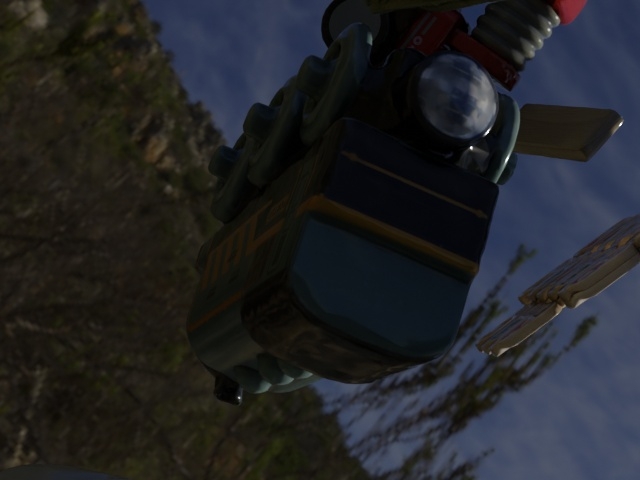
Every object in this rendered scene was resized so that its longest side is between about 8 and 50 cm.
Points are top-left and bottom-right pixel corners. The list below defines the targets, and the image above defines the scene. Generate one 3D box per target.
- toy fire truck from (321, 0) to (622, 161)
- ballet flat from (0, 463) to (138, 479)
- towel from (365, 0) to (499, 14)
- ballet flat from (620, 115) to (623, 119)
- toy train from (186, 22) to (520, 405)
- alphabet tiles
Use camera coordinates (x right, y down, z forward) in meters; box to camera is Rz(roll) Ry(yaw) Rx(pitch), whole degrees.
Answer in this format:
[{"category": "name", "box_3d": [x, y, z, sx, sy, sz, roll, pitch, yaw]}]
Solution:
[{"category": "toy fire truck", "box_3d": [0.150, -0.163, 0.921, 0.246, 0.217, 0.158, 40, 4, 17]}, {"category": "ballet flat", "box_3d": [-0.032, 0.146, 0.439, 0.248, 0.086, 0.086, 34, -30, 16]}, {"category": "towel", "box_3d": [0.057, -0.198, 0.633, 0.110, 0.027, 0.148, 6, -73, 41]}, {"category": "ballet flat", "box_3d": [0.373, -0.161, 1.631, 0.114, 0.041, 0.041, 16, -38, 47]}, {"category": "toy train", "box_3d": [0.000, 0.000, 0.729, 0.142, 0.190, 0.334, 25, -21, -15]}, {"category": "alphabet tiles", "box_3d": [0.258, 0.015, 1.070, 0.021, 0.278, 0.284, 53, -1, 3]}]
